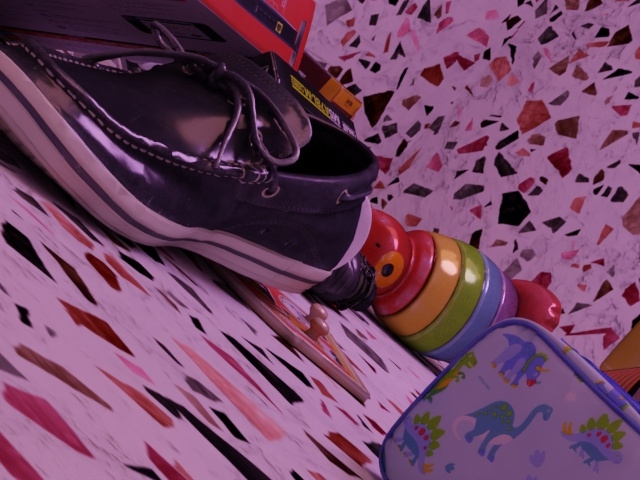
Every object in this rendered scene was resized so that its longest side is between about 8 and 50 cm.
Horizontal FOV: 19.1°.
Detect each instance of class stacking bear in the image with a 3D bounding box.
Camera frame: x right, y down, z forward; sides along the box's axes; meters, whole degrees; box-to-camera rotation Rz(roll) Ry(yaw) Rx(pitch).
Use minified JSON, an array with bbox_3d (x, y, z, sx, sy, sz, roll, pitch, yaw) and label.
[{"bbox_3d":[0.129,0.058,2.395,0.289,0.175,0.164,32,11,-27],"label":"stacking bear"}]

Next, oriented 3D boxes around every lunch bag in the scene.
[{"bbox_3d":[0.159,0.169,1.364,0.090,0.176,0.219,38,5,-44],"label":"lunch bag"}]

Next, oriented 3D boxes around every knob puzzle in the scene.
[{"bbox_3d":[-0.038,0.051,1.729,0.213,0.030,0.213,42,5,-4],"label":"knob puzzle"}]

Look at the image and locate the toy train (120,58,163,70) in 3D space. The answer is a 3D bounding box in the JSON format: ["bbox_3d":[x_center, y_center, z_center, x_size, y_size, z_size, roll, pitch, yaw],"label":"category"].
[{"bbox_3d":[-0.232,-0.293,2.771,0.190,0.142,0.334,27,13,-26],"label":"toy train"}]

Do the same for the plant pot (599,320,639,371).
[{"bbox_3d":[0.318,0.230,1.741,0.254,0.239,0.254,43,4,-3],"label":"plant pot"}]

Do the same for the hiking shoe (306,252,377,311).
[{"bbox_3d":[0.026,0.031,2.122,0.114,0.086,0.227,38,5,-15],"label":"hiking shoe"}]

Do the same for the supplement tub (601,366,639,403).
[{"bbox_3d":[0.281,0.190,1.478,0.193,0.193,0.316,41,-26,-21],"label":"supplement tub"}]

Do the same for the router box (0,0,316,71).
[{"bbox_3d":[-0.216,-0.248,1.699,0.335,0.082,0.301,10,-11,26],"label":"router box"}]

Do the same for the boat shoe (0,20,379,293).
[{"bbox_3d":[-0.104,-0.082,1.534,0.187,0.156,0.500,45,11,29],"label":"boat shoe"}]

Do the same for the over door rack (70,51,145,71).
[{"bbox_3d":[-0.205,-0.260,2.041,0.324,0.108,0.239,-130,-152,-57],"label":"over door rack"}]

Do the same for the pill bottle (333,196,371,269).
[{"bbox_3d":[-0.045,-0.069,2.037,0.152,0.152,0.272,40,5,-30],"label":"pill bottle"}]

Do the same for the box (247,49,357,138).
[{"bbox_3d":[-0.085,-0.098,1.780,0.184,0.191,0.045,34,42,-61],"label":"box"}]

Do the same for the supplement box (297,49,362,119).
[{"bbox_3d":[-0.088,-0.175,2.421,0.194,0.191,0.129,43,4,13],"label":"supplement box"}]
